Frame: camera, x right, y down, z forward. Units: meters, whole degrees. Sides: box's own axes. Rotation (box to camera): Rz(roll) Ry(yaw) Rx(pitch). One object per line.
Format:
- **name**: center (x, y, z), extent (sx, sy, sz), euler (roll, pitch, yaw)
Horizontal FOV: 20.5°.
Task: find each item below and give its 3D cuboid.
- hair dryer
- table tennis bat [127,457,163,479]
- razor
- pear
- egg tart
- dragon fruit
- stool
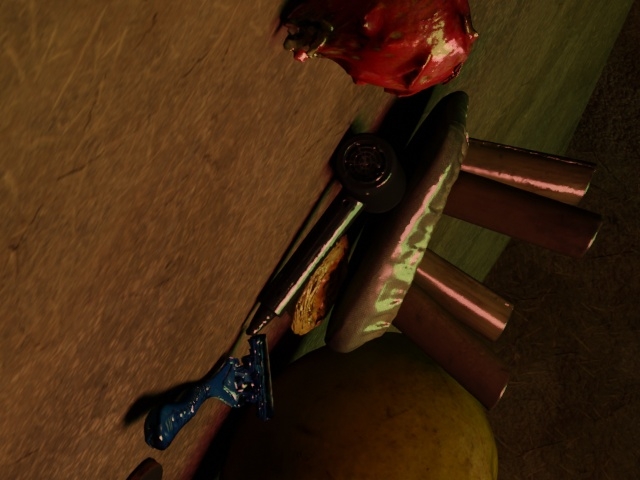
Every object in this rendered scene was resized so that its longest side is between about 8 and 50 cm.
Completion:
- **hair dryer**: center (0.000, 0.000, 1.901), extent (0.255, 0.070, 0.128), euler (-54, 169, -5)
- **table tennis bat**: center (-0.213, 0.314, 1.878), extent (0.130, 0.019, 0.220), euler (-49, 165, -41)
- **razor**: center (-0.123, 0.165, 1.790), extent (0.324, 0.056, 0.093), euler (-19, 103, -72)
- **pear**: center (0.042, 0.297, 2.176), extent (0.352, 0.352, 0.413), euler (104, 11, -59)
- **egg tart**: center (-0.009, 0.045, 2.016), extent (0.129, 0.049, 0.129), euler (-57, 164, -25)
- **dragon fruit**: center (0.037, -0.168, 1.392), extent (0.111, 0.153, 0.153), euler (-33, 158, -29)
- **stool**: center (0.169, 0.011, 2.125), extent (0.310, 0.226, 0.310), euler (-61, -178, 19)
